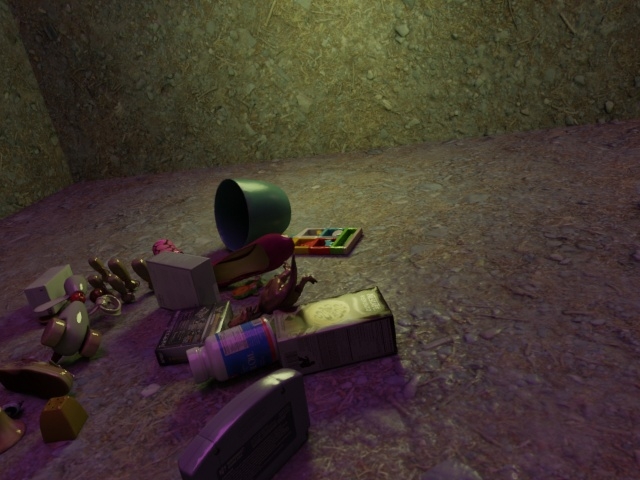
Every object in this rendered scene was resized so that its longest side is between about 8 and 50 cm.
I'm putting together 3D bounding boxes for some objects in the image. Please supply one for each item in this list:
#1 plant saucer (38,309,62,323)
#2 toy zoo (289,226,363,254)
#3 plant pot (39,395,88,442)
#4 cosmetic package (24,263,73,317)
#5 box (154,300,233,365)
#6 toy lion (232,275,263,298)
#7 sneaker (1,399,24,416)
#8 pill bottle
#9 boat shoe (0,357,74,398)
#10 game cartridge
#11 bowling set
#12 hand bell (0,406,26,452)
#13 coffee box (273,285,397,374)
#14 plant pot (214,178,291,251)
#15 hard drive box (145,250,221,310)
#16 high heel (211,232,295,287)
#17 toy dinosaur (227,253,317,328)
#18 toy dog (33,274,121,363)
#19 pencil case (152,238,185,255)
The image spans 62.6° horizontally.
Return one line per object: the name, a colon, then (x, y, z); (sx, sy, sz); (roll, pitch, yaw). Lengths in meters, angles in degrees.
plant saucer: (-0.957, 0.274, 1.873); (0.083, 0.015, 0.083); (-10, 22, 4)
toy zoo: (0.000, 0.000, 2.071); (0.293, 0.030, 0.192); (-1, 25, 24)
plant pot: (-0.631, 0.427, 1.280); (0.081, 0.083, 0.081); (-10, 23, 4)
cosmetic package: (-0.994, 0.183, 1.953); (0.085, 0.117, 0.231); (-12, 16, 0)
box: (-0.368, 0.271, 1.565); (0.183, 0.056, 0.231); (-9, 23, 3)
toy lion: (-0.253, 0.166, 1.801); (0.096, 0.034, 0.100); (-14, 21, 13)
sneaker: (-0.831, 0.449, 1.389); (0.098, 0.038, 0.069); (-18, 10, -4)
pill bottle: (-0.228, 0.291, 1.369); (0.221, 0.124, 0.124); (-18, 24, -15)
boat shoe: (-0.782, 0.367, 1.463); (0.285, 0.105, 0.089); (0, 28, 27)
game cartridge: (-0.134, 0.386, 1.008); (0.062, 0.198, 0.297); (8, 29, 38)
bowling set: (-0.748, 0.174, 1.902); (0.286, 0.154, 0.200); (3, 47, 27)
hand bell: (-0.816, 0.384, 1.260); (0.126, 0.242, 0.126); (-9, 22, 4)
coffee box: (0.035, 0.236, 1.384); (0.297, 0.119, 0.168); (-13, 22, -4)
plant pot: (-0.263, -0.113, 2.155); (0.235, 0.293, 0.293); (-9, 17, -37)
hard drive box: (-0.454, 0.143, 1.746); (0.232, 0.181, 0.089); (8, 28, 36)
high heel: (-0.260, 0.085, 1.795); (0.377, 0.127, 0.181); (-27, 2, 35)
toy dinosaur: (-0.130, 0.174, 1.499); (0.200, 0.127, 0.296); (-43, -6, -47)
toy dog: (-0.786, 0.263, 1.646); (0.161, 0.220, 0.334); (-47, 16, 12)
pencil case: (-0.617, 0.056, 2.141); (0.098, 0.095, 0.209); (-52, 35, -5)
